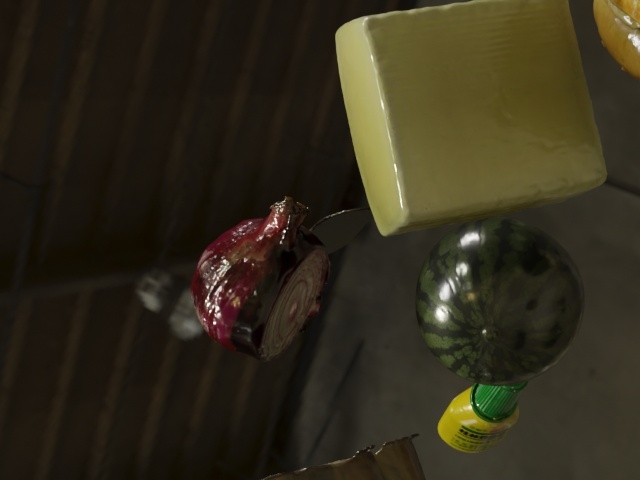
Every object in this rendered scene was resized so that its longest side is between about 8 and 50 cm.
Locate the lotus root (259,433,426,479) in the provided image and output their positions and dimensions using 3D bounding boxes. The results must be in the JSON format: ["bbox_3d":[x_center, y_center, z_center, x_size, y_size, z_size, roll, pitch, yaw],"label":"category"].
[{"bbox_3d":[-0.064,0.310,1.696,0.390,0.375,0.111,-1,-104,-58],"label":"lotus root"}]

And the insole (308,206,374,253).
[{"bbox_3d":[0.000,0.000,2.058,0.111,0.328,0.007,-9,-101,-20],"label":"insole"}]

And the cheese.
[{"bbox_3d":[0.167,-0.147,1.735,0.266,0.124,0.242,-11,-97,-24],"label":"cheese"}]

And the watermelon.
[{"bbox_3d":[0.216,0.074,1.854,0.212,0.212,0.212,-36,-42,-40],"label":"watermelon"}]

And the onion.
[{"bbox_3d":[-0.071,0.029,1.879,0.195,0.140,0.218,-35,-34,-44],"label":"onion"}]

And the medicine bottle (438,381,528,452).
[{"bbox_3d":[0.258,0.251,2.356,0.309,0.111,0.076,105,164,-64],"label":"medicine bottle"}]

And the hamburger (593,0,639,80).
[{"bbox_3d":[0.459,-0.255,1.679,0.305,0.284,0.174,-5,-58,-13],"label":"hamburger"}]
